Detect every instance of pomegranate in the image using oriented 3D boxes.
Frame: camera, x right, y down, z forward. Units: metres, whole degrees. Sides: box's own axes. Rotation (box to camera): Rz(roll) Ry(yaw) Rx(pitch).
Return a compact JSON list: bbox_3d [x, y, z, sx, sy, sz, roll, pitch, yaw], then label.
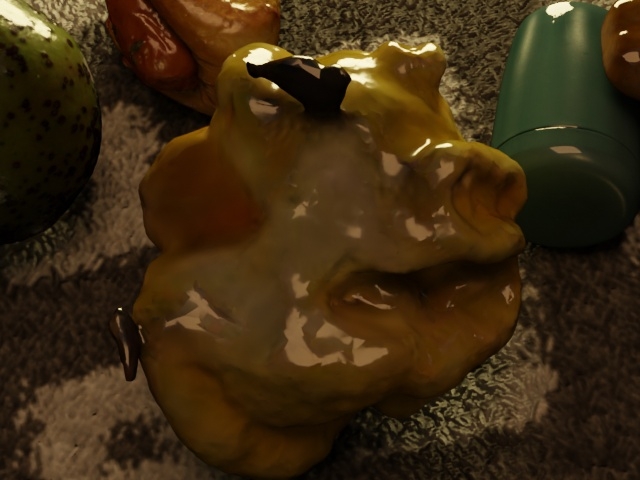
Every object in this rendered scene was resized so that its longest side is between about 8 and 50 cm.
[{"bbox_3d":[-0.269,-0.106,1.594,0.214,0.214,0.248,5,20,10],"label":"pomegranate"}]

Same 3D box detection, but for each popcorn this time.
[{"bbox_3d":[0.000,0.000,1.450,0.316,0.281,0.297,-32,73,21],"label":"popcorn"}]

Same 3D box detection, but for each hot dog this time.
[{"bbox_3d":[-0.111,-0.225,1.676,0.153,0.150,0.256,2,55,-4],"label":"hot dog"}]

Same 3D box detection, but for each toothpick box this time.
[{"bbox_3d":[0.196,-0.096,1.561,0.120,0.120,0.184,3,52,9],"label":"toothpick box"}]

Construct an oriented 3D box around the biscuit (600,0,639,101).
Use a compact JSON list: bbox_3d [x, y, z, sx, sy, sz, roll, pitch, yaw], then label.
[{"bbox_3d":[0.354,-0.174,1.575,0.291,0.062,0.237,13,53,-15],"label":"biscuit"}]
